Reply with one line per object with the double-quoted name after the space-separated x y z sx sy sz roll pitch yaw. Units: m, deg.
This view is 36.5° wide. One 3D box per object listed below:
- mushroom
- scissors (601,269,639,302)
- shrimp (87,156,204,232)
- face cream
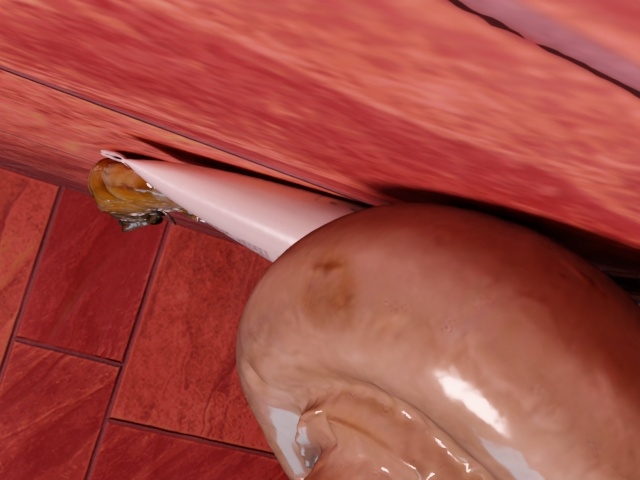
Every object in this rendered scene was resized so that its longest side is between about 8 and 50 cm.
0.042 0.081 0.393 0.206 0.207 0.209 15 -161 42 "mushroom"
0.158 0.024 0.379 0.058 0.014 0.119 20 173 -35 "scissors"
-0.100 -0.025 0.741 0.150 0.051 0.217 11 175 -9 "shrimp"
0.000 0.000 0.534 0.243 0.058 0.092 22 179 17 "face cream"
